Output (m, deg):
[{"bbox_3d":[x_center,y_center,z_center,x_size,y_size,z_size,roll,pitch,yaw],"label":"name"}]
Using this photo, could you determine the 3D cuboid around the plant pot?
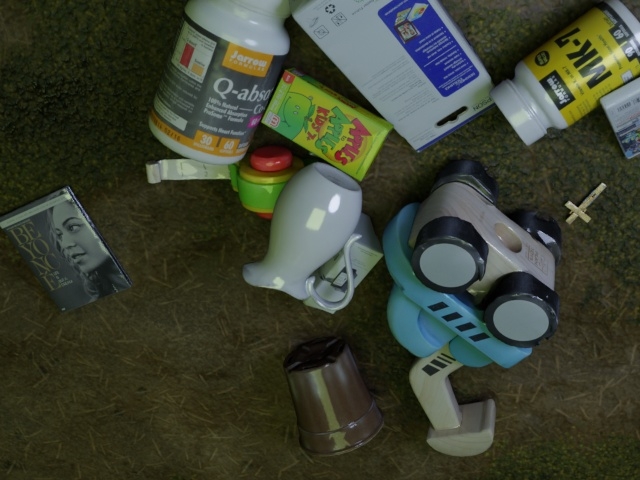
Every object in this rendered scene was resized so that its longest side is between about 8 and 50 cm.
[{"bbox_3d":[0.014,0.279,1.365,0.167,0.167,0.165,-15,106,15],"label":"plant pot"}]

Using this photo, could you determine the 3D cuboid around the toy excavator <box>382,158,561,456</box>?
[{"bbox_3d":[0.228,0.150,1.260,0.433,0.222,0.445,37,130,-11],"label":"toy excavator"}]

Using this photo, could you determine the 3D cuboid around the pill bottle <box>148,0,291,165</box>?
[{"bbox_3d":[-0.142,-0.265,1.100,0.162,0.162,0.278,24,118,-4],"label":"pill bottle"}]

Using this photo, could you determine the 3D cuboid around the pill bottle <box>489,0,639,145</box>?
[{"bbox_3d":[0.356,-0.235,1.058,0.208,0.119,0.119,-36,107,17],"label":"pill bottle"}]

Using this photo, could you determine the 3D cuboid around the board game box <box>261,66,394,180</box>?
[{"bbox_3d":[0.010,-0.179,1.134,0.181,0.043,0.092,31,114,6],"label":"board game box"}]

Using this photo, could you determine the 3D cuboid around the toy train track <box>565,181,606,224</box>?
[{"bbox_3d":[0.431,-0.061,1.206,0.048,0.014,0.083,38,110,-3],"label":"toy train track"}]

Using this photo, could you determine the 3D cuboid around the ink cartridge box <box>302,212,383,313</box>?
[{"bbox_3d":[0.029,0.032,1.252,0.063,0.109,0.150,24,120,-27],"label":"ink cartridge box"}]

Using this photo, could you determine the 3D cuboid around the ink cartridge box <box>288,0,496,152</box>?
[{"bbox_3d":[0.118,-0.275,1.069,0.165,0.065,0.333,-30,135,21],"label":"ink cartridge box"}]

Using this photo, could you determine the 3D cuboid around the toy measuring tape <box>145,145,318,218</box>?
[{"bbox_3d":[-0.140,-0.095,1.214,0.330,0.121,0.121,2,117,8],"label":"toy measuring tape"}]

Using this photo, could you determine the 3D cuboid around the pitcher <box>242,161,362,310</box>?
[{"bbox_3d":[0.000,0.000,1.138,0.178,0.125,0.207,25,111,-11],"label":"pitcher"}]

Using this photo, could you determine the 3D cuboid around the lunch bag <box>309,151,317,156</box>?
[{"bbox_3d":[0.031,-0.163,1.187,0.083,0.053,0.071,16,112,-3],"label":"lunch bag"}]

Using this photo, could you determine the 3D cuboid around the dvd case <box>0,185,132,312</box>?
[{"bbox_3d":[-0.475,0.022,1.376,0.165,0.018,0.221,-20,112,18],"label":"dvd case"}]

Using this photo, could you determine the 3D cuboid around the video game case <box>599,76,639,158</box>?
[{"bbox_3d":[0.512,-0.206,1.053,0.201,0.023,0.183,-29,150,20],"label":"video game case"}]
